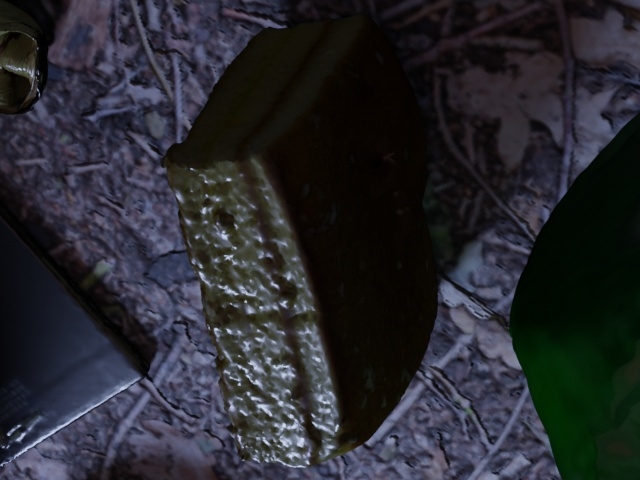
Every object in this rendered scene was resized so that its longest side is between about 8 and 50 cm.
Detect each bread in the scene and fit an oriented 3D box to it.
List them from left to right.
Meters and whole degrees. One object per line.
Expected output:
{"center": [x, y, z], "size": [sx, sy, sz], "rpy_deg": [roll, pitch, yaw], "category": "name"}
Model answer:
{"center": [0.000, 0.000, 1.011], "size": [0.110, 0.184, 0.234], "rpy_deg": [2, 123, 23], "category": "bread"}

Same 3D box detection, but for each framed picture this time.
{"center": [-0.325, 0.032, 1.252], "size": [0.255, 0.014, 0.339], "rpy_deg": [-33, 104, 33], "category": "framed picture"}

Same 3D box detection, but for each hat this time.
{"center": [-0.225, -0.130, 1.088], "size": [0.076, 0.059, 0.077], "rpy_deg": [-3, 137, -17], "category": "hat"}

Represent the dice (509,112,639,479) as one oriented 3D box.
{"center": [0.296, 0.048, 0.864], "size": [0.297, 0.300, 0.287], "rpy_deg": [43, 121, -7], "category": "dice"}
